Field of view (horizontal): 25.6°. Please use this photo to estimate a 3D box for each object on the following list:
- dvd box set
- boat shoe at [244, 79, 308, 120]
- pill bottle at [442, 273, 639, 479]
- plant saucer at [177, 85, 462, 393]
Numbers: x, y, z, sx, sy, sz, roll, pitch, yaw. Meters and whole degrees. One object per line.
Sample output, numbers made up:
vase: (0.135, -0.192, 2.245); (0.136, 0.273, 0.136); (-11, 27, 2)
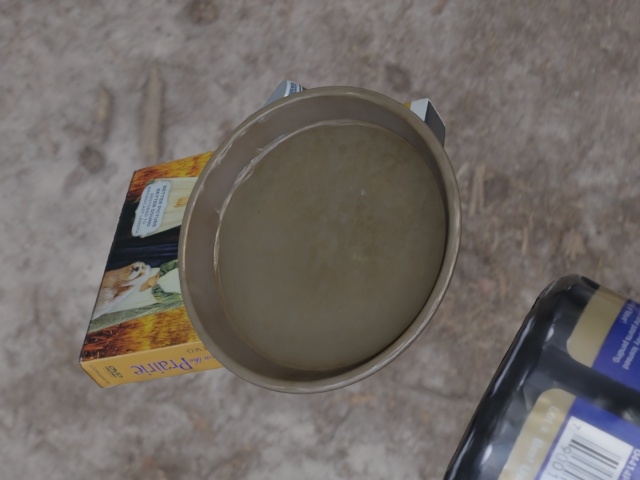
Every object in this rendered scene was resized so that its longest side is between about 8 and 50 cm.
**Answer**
dvd box set: (-0.066, 0.005, 1.646); (0.420, 0.307, 0.062); (-11, 138, 27)
boat shoe: (-0.042, -0.117, 1.644); (0.083, 0.065, 0.183); (24, 151, -18)
pill bottle: (0.158, 0.110, 0.503); (0.219, 0.123, 0.123); (27, 121, 14)
plant saucer: (0.000, 0.000, 1.238); (0.278, 0.041, 0.278); (-8, 72, 27)
